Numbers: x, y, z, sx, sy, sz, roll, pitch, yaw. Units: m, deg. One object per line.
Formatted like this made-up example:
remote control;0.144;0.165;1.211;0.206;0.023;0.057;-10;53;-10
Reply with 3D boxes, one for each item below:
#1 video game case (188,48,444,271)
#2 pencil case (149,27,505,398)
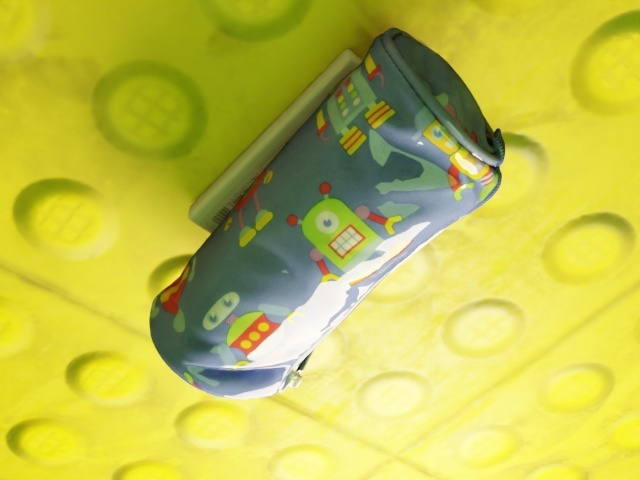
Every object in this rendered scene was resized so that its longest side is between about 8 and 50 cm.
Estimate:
video game case;0.018;-0.035;0.582;0.173;0.022;0.190;36;117;-27
pencil case;0.000;0.000;0.515;0.133;0.119;0.306;41;117;-4
